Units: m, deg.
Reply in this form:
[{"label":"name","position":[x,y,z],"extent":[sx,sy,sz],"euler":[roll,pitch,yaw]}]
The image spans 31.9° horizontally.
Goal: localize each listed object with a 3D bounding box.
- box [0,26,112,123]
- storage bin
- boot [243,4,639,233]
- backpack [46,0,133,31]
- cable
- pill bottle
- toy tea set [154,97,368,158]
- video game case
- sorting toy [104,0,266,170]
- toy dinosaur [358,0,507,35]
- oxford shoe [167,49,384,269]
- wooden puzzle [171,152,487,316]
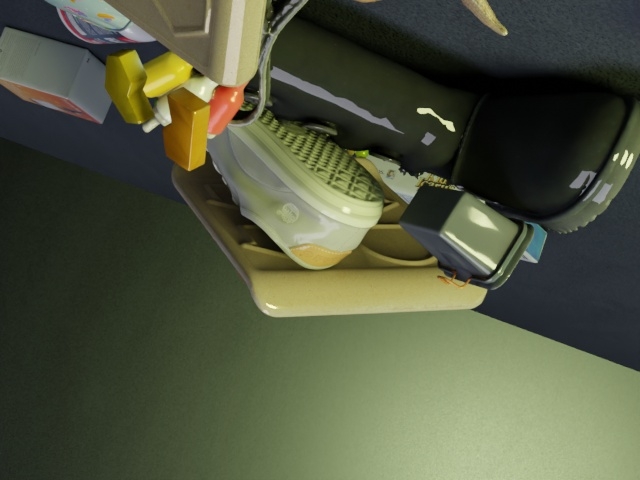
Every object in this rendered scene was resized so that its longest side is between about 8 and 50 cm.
[{"label":"box","position":[-0.450,-0.278,1.895],"extent":[0.171,0.091,0.130],"euler":[18,172,20]},{"label":"storage bin","position":[0.147,-0.007,1.221],"extent":[0.091,0.098,0.135],"euler":[35,174,-21]},{"label":"boot","position":[0.081,-0.162,1.210],"extent":[0.445,0.146,0.367],"euler":[26,170,-9]},{"label":"backpack","position":[-0.191,-0.279,1.047],"extent":[0.188,0.144,0.166],"euler":[20,168,-18]},{"label":"cable","position":[-0.068,-0.184,1.087],"extent":[0.139,0.072,0.287],"euler":[31,135,-28]},{"label":"pill bottle","position":[-0.209,-0.273,1.241],"extent":[0.108,0.107,0.180],"euler":[27,171,-37]},{"label":"toy tea set","position":[-0.105,-0.163,1.661],"extent":[0.336,0.124,0.200],"euler":[22,172,-13]},{"label":"video game case","position":[0.212,-0.054,1.830],"extent":[0.244,0.061,0.269],"euler":[14,170,32]},{"label":"sorting toy","position":[-0.128,-0.217,0.868],"extent":[0.229,0.041,0.307],"euler":[35,136,25]},{"label":"toy dinosaur","position":[0.010,-0.235,0.901],"extent":[0.296,0.127,0.200],"euler":[17,172,-1]},{"label":"oxford shoe","position":[-0.084,-0.117,1.400],"extent":[0.169,0.130,0.449],"euler":[4,-147,-40]},{"label":"wooden puzzle","position":[0.000,0.000,1.461],"extent":[0.322,0.080,0.348],"euler":[-1,-148,-27]}]
